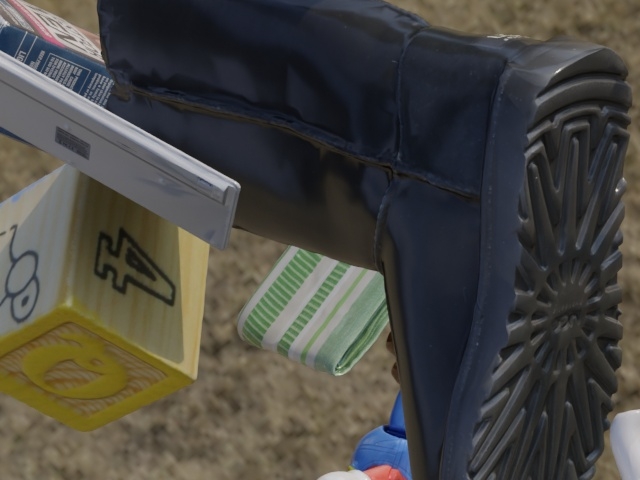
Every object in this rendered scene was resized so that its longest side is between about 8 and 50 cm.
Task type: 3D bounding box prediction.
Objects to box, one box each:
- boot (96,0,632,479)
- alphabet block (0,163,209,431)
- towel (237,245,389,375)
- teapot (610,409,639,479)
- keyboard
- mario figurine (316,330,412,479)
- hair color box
[{"bbox_3d":[0.001,-0.002,1.345,0.445,0.146,0.367,19,106,42],"label":"boot"},{"bbox_3d":[-0.251,0.060,2.021,0.192,0.193,0.197,-28,44,38],"label":"alphabet block"},{"bbox_3d":[0.030,0.031,2.069,0.248,0.038,0.325,-52,20,-11],"label":"towel"},{"bbox_3d":[0.185,0.295,1.498,0.252,0.187,0.256,-51,-8,35],"label":"teapot"},{"bbox_3d":[-0.169,-0.075,1.305,0.256,0.072,0.014,29,57,11],"label":"keyboard"},{"bbox_3d":[0.040,0.242,1.914,0.170,0.198,0.320,-7,53,44],"label":"mario figurine"},{"bbox_3d":[-0.216,-0.136,1.865,0.105,0.347,0.174,-60,37,10],"label":"hair color box"}]
